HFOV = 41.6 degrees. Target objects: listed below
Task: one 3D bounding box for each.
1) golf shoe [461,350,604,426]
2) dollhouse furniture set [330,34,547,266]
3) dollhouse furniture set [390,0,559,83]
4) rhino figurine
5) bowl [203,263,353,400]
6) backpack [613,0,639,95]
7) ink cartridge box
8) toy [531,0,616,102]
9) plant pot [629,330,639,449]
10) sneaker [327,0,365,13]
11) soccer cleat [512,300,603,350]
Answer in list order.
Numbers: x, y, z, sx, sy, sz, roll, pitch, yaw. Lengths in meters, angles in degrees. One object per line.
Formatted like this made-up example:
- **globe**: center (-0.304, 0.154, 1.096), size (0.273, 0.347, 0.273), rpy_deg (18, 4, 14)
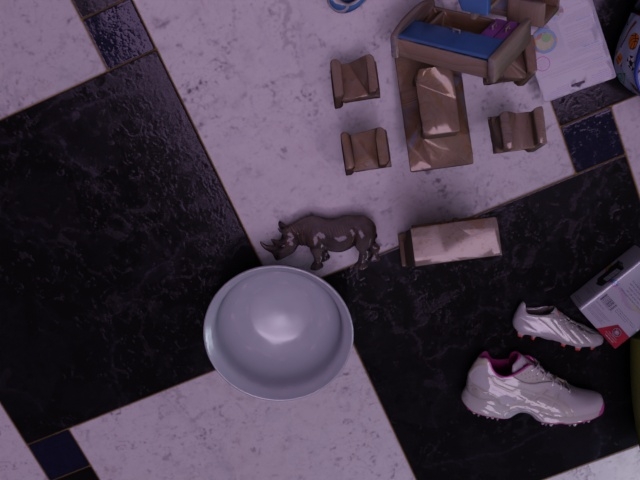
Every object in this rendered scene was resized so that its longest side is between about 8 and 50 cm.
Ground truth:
- **golf shoe**: center (0.458, 0.311, 1.786), size (0.306, 0.115, 0.140), rpy_deg (5, 106, -4)
- **dollhouse furniture set**: center (0.223, -0.155, 1.602), size (0.362, 0.256, 0.394), rpy_deg (-8, 88, 1)
- **dollhouse furniture set**: center (0.251, -0.465, 1.377), size (0.198, 0.286, 0.303), rpy_deg (22, 142, 28)
- **rhino figurine**: center (0.000, 0.000, 1.691), size (0.243, 0.073, 0.106), rpy_deg (-1, 113, 1)
- **bowl**: center (-0.084, 0.167, 1.715), size (0.298, 0.134, 0.298), rpy_deg (0, 109, -1)
- **backpack**: center (0.674, -0.358, 1.515), size (0.276, 0.213, 0.263), rpy_deg (18, 118, -10)
- **ink cartridge box**: center (0.630, 0.115, 1.738), size (0.175, 0.072, 0.127), rpy_deg (-41, 104, 12)
- **toy**: center (0.445, -0.395, 1.569), size (0.137, 0.056, 0.237), rpy_deg (-19, 103, 14)
- **plant pot**: center (0.753, 0.312, 1.728), size (0.275, 0.275, 0.293), rpy_deg (-22, 94, 7)
- **sneaker**: center (0.093, -0.512, 1.510), size (0.085, 0.086, 0.237), rpy_deg (31, 104, -9)
- **soccer cleat**: center (0.502, 0.178, 1.764), size (0.196, 0.068, 0.076), rpy_deg (11, 106, -2)
